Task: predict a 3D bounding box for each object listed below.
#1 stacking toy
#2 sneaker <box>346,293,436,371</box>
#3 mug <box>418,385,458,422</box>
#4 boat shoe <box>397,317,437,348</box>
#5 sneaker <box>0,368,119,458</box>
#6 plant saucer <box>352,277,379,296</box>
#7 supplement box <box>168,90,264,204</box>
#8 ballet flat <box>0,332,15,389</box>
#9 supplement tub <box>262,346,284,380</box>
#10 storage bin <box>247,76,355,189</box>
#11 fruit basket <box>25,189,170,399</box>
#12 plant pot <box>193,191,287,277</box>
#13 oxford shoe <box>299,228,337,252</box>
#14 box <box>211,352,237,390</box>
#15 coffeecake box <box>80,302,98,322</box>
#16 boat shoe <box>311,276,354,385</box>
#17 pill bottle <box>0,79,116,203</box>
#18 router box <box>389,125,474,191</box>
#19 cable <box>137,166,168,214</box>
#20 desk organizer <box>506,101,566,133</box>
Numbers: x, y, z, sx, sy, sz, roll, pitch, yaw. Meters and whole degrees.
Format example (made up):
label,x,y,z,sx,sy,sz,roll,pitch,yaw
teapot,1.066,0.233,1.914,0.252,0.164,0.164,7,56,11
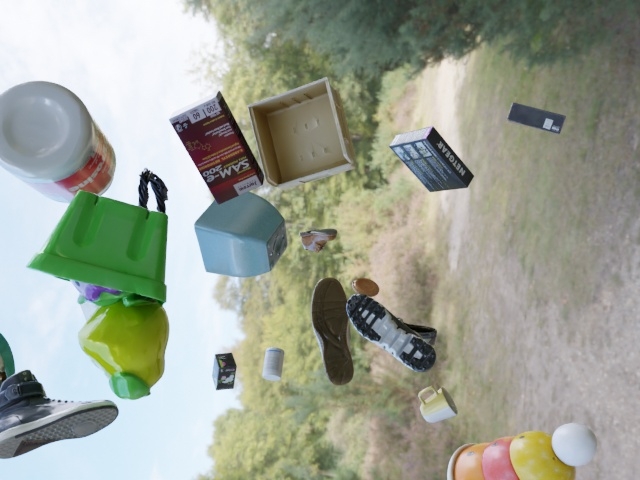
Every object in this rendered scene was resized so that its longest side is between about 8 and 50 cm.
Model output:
label,x,y,z,sx,sy,sz,roll,pitch,yaw
stacking toy,0.655,0.698,1.806,0.480,0.351,0.350,-54,14,35
sneaker,0.152,0.202,1.269,0.078,0.234,0.106,-52,-26,-2
mug,0.242,0.346,1.249,0.078,0.064,0.062,61,-164,15
boat shoe,0.222,0.254,1.680,0.080,0.224,0.073,-71,-5,-74
sneaker,-0.526,0.317,1.169,0.163,0.226,0.086,-124,31,-46
plant saucer,0.136,0.138,1.769,0.083,0.084,0.013,-76,0,-56
supplement box,-0.246,-0.220,1.425,0.073,0.130,0.239,-96,-19,-63
ballet flat,-0.785,0.337,1.430,0.087,0.083,0.247,11,-115,-90
supplement tub,-0.171,0.452,2.169,0.071,0.071,0.107,90,-174,-59
storage bin,-0.052,-0.313,1.788,0.123,0.262,0.260,1,-106,-72
fruit basket,-0.422,0.120,1.186,0.392,0.283,0.392,-164,90,-76
plant pot,-0.260,-0.014,2.105,0.247,0.252,0.247,86,-152,-44
oxford shoe,0.000,0.000,1.919,0.212,0.076,0.076,173,90,-66
box,-0.266,0.361,1.633,0.062,0.052,0.083,-125,41,-53
coffeecake box,-0.693,0.250,1.956,0.068,0.142,0.185,-88,-18,-79
boat shoe,0.035,0.256,1.687,0.098,0.109,0.302,97,163,-85
pill bottle,-0.645,-0.220,1.479,0.408,0.229,0.229,137,141,-79
router box,0.274,-0.195,1.459,0.133,0.179,0.046,-1,51,56
cable,-0.479,-0.117,1.658,0.184,0.047,0.150,81,-163,-61
desk organizer,0.534,-0.301,1.468,0.050,0.130,0.047,-12,-59,-72
